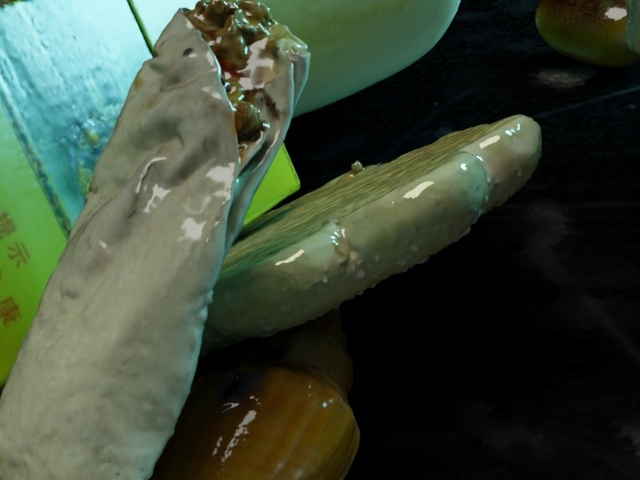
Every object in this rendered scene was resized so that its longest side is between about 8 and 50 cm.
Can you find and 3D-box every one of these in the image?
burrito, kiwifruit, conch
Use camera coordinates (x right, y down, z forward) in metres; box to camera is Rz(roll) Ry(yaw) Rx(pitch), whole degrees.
[{"bbox_3d":[-0.099,0.053,0.619,0.117,0.076,0.392,12,77,51],"label":"burrito"},{"bbox_3d":[0.249,-0.194,1.121,0.075,0.075,0.124,-29,32,-27],"label":"kiwifruit"},{"bbox_3d":[-0.059,0.137,0.657,0.109,0.093,0.330,13,39,22],"label":"conch"}]

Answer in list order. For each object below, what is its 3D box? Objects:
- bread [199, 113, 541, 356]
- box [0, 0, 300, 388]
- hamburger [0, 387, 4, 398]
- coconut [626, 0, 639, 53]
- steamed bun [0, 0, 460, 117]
[{"bbox_3d":[0.000,0.000,0.788,0.316,0.054,0.316,-25,7,3],"label":"bread"},{"bbox_3d":[-0.147,-0.052,0.733,0.047,0.187,0.335,-17,13,37],"label":"box"},{"bbox_3d":[-0.289,0.024,0.773,0.276,0.237,0.276,-5,31,3],"label":"hamburger"},{"bbox_3d":[0.366,-0.214,0.883,0.309,0.297,0.297,30,38,0],"label":"coconut"},{"bbox_3d":[-0.110,-0.242,1.102,0.371,0.290,0.456,-17,33,-22],"label":"steamed bun"}]
